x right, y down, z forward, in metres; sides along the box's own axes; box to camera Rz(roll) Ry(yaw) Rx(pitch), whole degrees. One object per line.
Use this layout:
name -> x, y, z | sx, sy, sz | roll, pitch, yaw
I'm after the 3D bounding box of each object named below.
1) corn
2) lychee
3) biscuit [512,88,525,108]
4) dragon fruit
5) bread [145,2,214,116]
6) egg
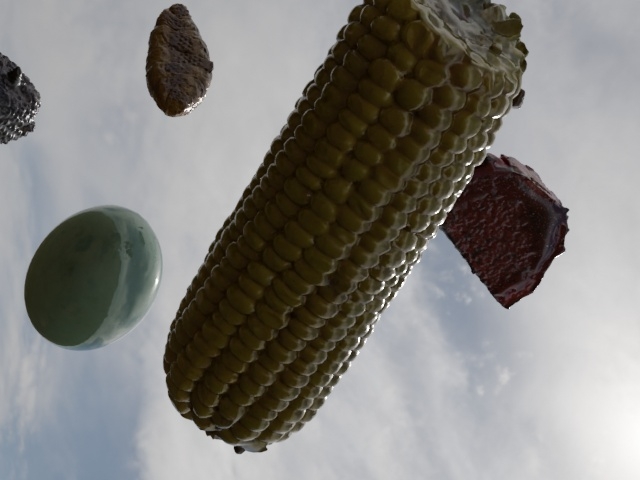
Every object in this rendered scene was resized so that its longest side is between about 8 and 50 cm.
corn -> 0.000, 0.000, 0.474 | 0.144, 0.144, 0.387 | 53, -55, 35
lychee -> -0.248, -0.108, 0.503 | 0.083, 0.068, 0.067 | -38, -120, 31
biscuit -> 0.186, -0.227, 0.983 | 0.278, 0.302, 0.043 | 17, -75, 37
dragon fruit -> 0.238, -0.042, 0.972 | 0.163, 0.261, 0.189 | -47, -153, -7
bread -> -0.225, -0.275, 1.062 | 0.076, 0.105, 0.232 | 125, -36, -54
egg -> -0.500, 0.086, 1.482 | 0.389, 0.276, 0.276 | -51, -125, 33
